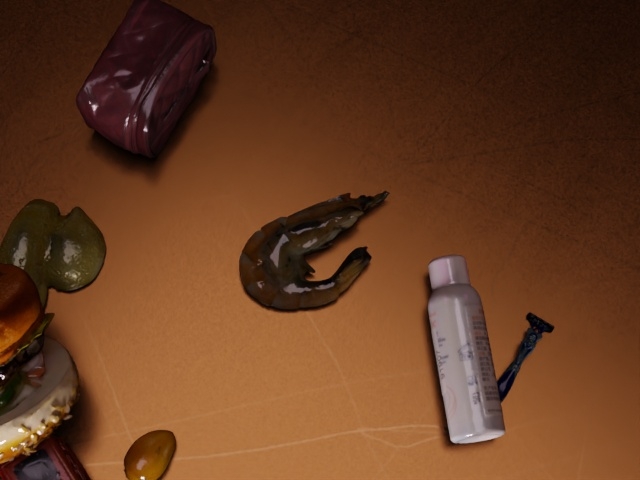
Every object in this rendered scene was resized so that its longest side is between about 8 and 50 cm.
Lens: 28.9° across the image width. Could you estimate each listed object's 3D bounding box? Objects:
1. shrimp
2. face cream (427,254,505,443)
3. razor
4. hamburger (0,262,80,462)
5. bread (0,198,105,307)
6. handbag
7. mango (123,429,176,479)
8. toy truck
[{"bbox_3d":[0.005,0.016,1.823,0.254,0.059,0.145,-20,77,-8],"label":"shrimp"},{"bbox_3d":[0.203,0.152,1.778,0.082,0.082,0.269,-7,72,-5],"label":"face cream"},{"bbox_3d":[0.286,0.175,1.801,0.044,0.028,0.154,32,73,7],"label":"razor"},{"bbox_3d":[-0.465,0.174,1.632,0.291,0.291,0.225,-19,114,-9],"label":"hamburger"},{"bbox_3d":[-0.397,0.028,1.798,0.149,0.065,0.187,20,71,-2],"label":"bread"},{"bbox_3d":[-0.252,-0.242,1.846,0.135,0.146,0.225,26,71,9],"label":"handbag"},{"bbox_3d":[-0.236,0.300,1.730,0.060,0.046,0.089,42,63,8],"label":"mango"},{"bbox_3d":[-0.328,0.388,1.658,0.107,0.114,0.252,-33,75,-13],"label":"toy truck"}]
